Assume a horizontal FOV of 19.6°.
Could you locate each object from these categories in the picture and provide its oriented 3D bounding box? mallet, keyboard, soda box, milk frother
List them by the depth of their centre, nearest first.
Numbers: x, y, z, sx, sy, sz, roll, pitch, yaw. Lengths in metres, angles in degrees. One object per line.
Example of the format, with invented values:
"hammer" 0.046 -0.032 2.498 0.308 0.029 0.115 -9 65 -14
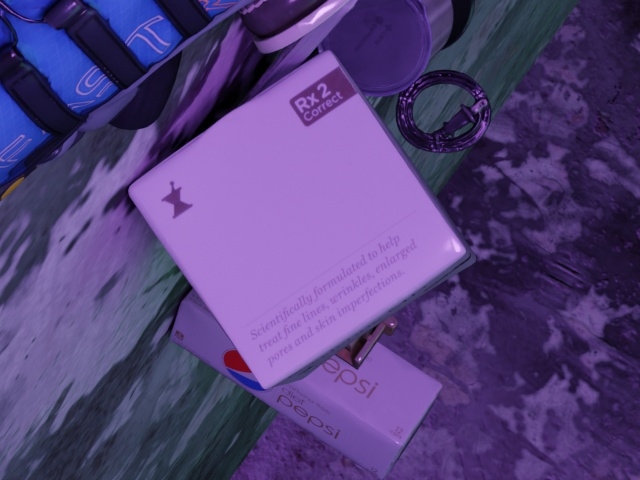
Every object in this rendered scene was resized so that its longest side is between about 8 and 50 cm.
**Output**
"mallet" -0.125 -0.047 0.835 0.190 0.039 0.062 -44 166 -45
"keyboard" -0.006 -0.131 1.138 0.072 0.014 0.256 -59 -172 -19
"milk frother" 0.066 -0.126 1.336 0.129 0.143 0.135 -51 178 27
"soda box" -0.014 0.100 1.524 0.074 0.216 0.069 -52 171 -34

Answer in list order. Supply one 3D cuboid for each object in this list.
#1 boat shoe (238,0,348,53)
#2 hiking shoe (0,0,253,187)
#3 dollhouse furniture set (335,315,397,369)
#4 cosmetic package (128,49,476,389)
"boat shoe" 0.022 -0.201 1.008 0.227 0.068 0.081 -52 -153 -17
"hiking shoe" -0.072 -0.084 0.517 0.132 0.113 0.304 -42 178 -43
"dollhouse furniture set" 0.000 0.000 1.384 0.101 0.161 0.182 -55 174 -12
"cosmetic package" -0.005 -0.009 1.178 0.151 0.151 0.184 -35 175 5
